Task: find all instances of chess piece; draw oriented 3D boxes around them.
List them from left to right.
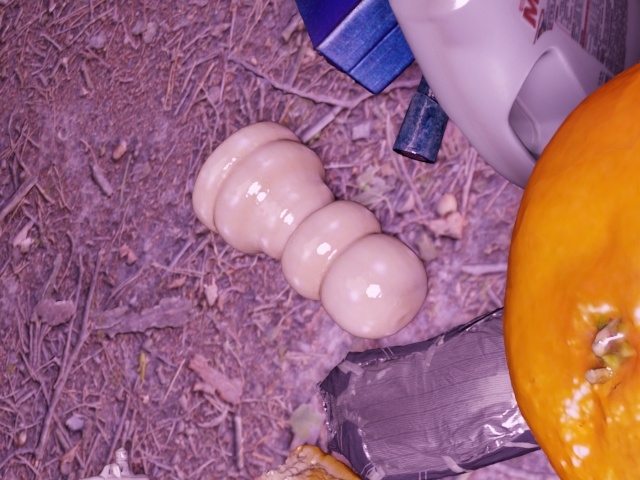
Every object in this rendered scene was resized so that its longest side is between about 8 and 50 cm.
[{"bbox_3d":[0.000,0.000,1.034,0.299,0.167,0.167,41,106,29],"label":"chess piece"}]

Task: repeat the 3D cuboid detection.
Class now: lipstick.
[{"bbox_3d":[0.143,-0.209,1.021,0.053,0.053,0.234,16,89,39],"label":"lipstick"}]

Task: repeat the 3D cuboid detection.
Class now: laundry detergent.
[{"bbox_3d":[0.162,-0.198,0.780,0.124,0.397,0.264,7,84,38],"label":"laundry detergent"}]

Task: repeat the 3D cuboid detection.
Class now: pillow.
[{"bbox_3d":[0.132,0.166,0.922,0.335,0.092,0.162,-25,60,32],"label":"pillow"}]

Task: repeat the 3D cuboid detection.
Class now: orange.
[{"bbox_3d":[0.312,0.056,0.618,0.424,0.326,0.424,29,125,52],"label":"orange"}]

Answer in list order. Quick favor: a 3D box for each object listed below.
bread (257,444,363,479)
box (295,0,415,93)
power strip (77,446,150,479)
[{"bbox_3d":[0.016,0.345,0.955,0.245,0.121,0.174,27,98,41],"label":"bread"},{"bbox_3d":[0.085,-0.354,1.013,0.261,0.116,0.279,-44,38,23],"label":"box"},{"bbox_3d":[-0.276,0.453,1.176,0.058,0.098,0.339,-16,70,37],"label":"power strip"}]
